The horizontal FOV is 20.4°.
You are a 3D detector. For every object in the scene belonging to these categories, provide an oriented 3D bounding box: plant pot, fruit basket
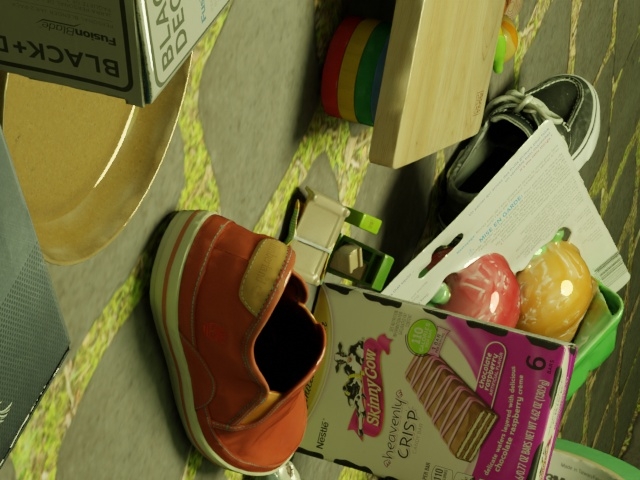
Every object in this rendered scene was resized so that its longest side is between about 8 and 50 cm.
[{"bbox_3d":[-0.136,-0.103,1.036,0.236,0.032,0.236,14,90,-73],"label":"plant pot"},{"bbox_3d":[0.164,0.072,1.835,0.327,0.165,0.353,-47,140,-5],"label":"fruit basket"}]

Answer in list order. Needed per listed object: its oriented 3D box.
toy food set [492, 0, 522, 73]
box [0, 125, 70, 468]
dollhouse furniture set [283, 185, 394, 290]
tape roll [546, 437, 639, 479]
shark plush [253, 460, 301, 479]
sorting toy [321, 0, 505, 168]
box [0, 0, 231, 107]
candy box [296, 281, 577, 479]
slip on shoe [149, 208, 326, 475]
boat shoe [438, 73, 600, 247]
[{"bbox_3d":[0.196,-0.252,1.910,0.132,0.038,0.192,81,29,-51],"label":"toy food set"},{"bbox_3d":[-0.208,0.048,0.889,0.233,0.059,0.183,84,26,-49],"label":"box"},{"bbox_3d":[0.000,0.000,1.543,0.151,0.058,0.076,23,89,-53],"label":"dollhouse furniture set"},{"bbox_3d":[0.238,0.309,2.017,0.321,0.321,0.077,-30,133,-66],"label":"tape roll"},{"bbox_3d":[-0.060,0.262,1.571,0.067,0.073,0.161,10,116,-53],"label":"shark plush"},{"bbox_3d":[0.085,-0.211,1.524,0.255,0.089,0.257,-26,129,-67],"label":"sorting toy"},{"bbox_3d":[-0.095,-0.196,0.863,0.087,0.169,0.290,88,25,-42],"label":"box"},{"bbox_3d":[0.097,0.140,1.601,0.071,0.233,0.159,14,90,-72],"label":"candy box"},{"bbox_3d":[-0.046,0.093,1.350,0.331,0.101,0.123,78,30,-57],"label":"slip on shoe"},{"bbox_3d":[0.223,-0.113,1.989,0.306,0.113,0.105,-43,145,-35],"label":"boat shoe"}]
